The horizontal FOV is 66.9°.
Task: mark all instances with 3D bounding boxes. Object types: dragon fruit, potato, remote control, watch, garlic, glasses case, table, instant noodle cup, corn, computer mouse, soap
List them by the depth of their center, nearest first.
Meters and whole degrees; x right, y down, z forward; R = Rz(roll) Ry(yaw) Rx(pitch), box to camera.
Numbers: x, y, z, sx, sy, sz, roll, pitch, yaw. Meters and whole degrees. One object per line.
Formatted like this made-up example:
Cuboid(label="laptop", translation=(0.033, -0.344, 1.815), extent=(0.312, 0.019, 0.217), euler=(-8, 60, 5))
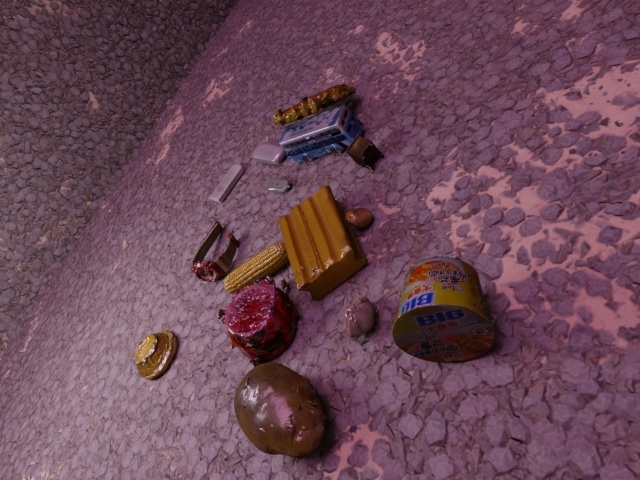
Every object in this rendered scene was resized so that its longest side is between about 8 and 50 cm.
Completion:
Cuboid(label="instant noodle cup", translation=(0.248, 0.139, 1.002), extent=(0.205, 0.205, 0.152), euler=(-23, 36, 29))
Cuboid(label="potato", translation=(-0.100, 0.401, 1.149), extent=(0.296, 0.141, 0.191), euler=(15, 72, 46))
Cuboid(label="garlic", translation=(0.097, 0.186, 1.191), extent=(0.074, 0.094, 0.113), euler=(14, 55, 5))
Cuboid(label="dragon fruit", translation=(-0.179, 0.211, 1.378), extent=(0.211, 0.147, 0.282), euler=(-12, 52, 38))
Cuboid(label="potato", translation=(0.109, -0.066, 1.395), extent=(0.068, 0.083, 0.062), euler=(-4, 81, 41))
Cuboid(label="soap", translation=(0.000, 0.000, 1.422), extent=(0.204, 0.096, 0.324), euler=(-37, 40, 15))
Cuboid(label="table", translation=(0.145, -0.276, 1.531), extent=(0.082, 0.083, 0.070), euler=(34, 87, 45))
Cuboid(label="corn", translation=(-0.201, 0.089, 1.553), extent=(0.249, 0.081, 0.081), euler=(-34, 41, 19))
Cuboid(label="watch", translation=(-0.376, 0.029, 1.777), extent=(0.165, 0.102, 0.268), euler=(-7, 45, 32))
Cuboid(label="computer mouse", translation=(-0.148, -0.199, 1.785), extent=(0.110, 0.032, 0.055), euler=(13, 69, 37))
Cuboid(label="glasses case", translation=(-0.209, -0.350, 1.955), extent=(0.197, 0.049, 0.076), euler=(20, 74, 50))
Cuboid(label="remote control", translation=(-0.395, -0.244, 2.059), extent=(0.088, 0.029, 0.190), euler=(18, 72, 49))

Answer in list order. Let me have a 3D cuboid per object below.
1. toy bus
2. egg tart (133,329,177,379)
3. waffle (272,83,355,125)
Cuboid(label="toy bus", translation=(-0.002, -0.367, 1.706), extent=(0.298, 0.131, 0.106), euler=(-8, 55, 40))
Cuboid(label="egg tart", translation=(-0.581, 0.387, 1.674), extent=(0.191, 0.074, 0.191), euler=(-27, 44, 29))
Cuboid(label="waffle", translation=(-0.027, -0.500, 1.780), extent=(0.325, 0.068, 0.302), euler=(-22, 14, 13))
